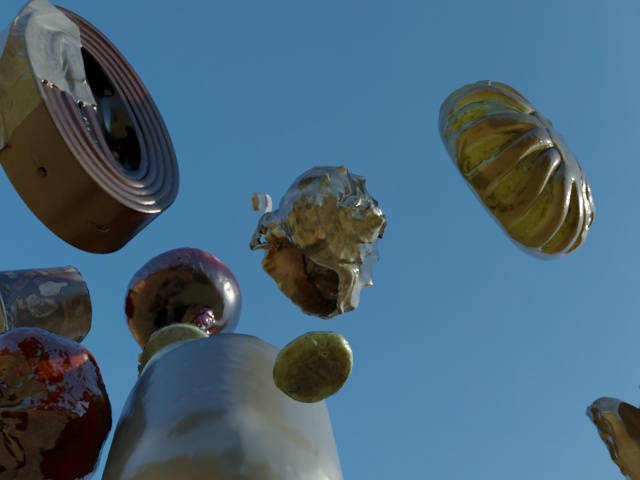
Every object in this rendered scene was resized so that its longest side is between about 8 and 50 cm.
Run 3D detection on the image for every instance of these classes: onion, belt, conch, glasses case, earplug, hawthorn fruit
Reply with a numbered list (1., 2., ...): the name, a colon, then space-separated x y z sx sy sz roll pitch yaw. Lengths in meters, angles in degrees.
1. onion: -0.286 0.158 1.713 0.273 0.285 0.273 -10 -68 -25
2. belt: -0.323 -0.151 1.037 0.122 0.217 0.339 -35 -105 29
3. conch: 0.014 -0.009 1.178 0.210 0.159 0.291 61 -25 -13
4. glasses case: -0.097 -0.062 1.306 0.021 0.083 0.032 -5 -93 12
5. earplug: -0.119 0.315 0.989 0.312 0.394 0.313 -1 -82 -7
6. hawthorn fruit: -0.397 0.249 1.105 0.254 0.300 0.254 -1 -100 8

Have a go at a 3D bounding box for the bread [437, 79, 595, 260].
1. bread: 0.334 -0.117 1.298 0.160 0.333 0.333 -36 -75 21

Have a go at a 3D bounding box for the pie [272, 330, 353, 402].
1. pie: -0.005 0.127 0.798 0.085 0.017 0.085 -5 -67 -13

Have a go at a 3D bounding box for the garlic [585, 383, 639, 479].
1. garlic: 0.407 0.172 0.654 0.325 0.279 0.132 -25 -33 24

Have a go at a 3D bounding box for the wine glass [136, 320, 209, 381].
1. wine glass: -0.238 0.257 1.406 0.190 0.357 0.190 -1 -88 -18

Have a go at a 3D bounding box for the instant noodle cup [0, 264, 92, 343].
1. instant noodle cup: -0.628 0.153 1.712 0.217 0.207 0.217 12 -74 45
